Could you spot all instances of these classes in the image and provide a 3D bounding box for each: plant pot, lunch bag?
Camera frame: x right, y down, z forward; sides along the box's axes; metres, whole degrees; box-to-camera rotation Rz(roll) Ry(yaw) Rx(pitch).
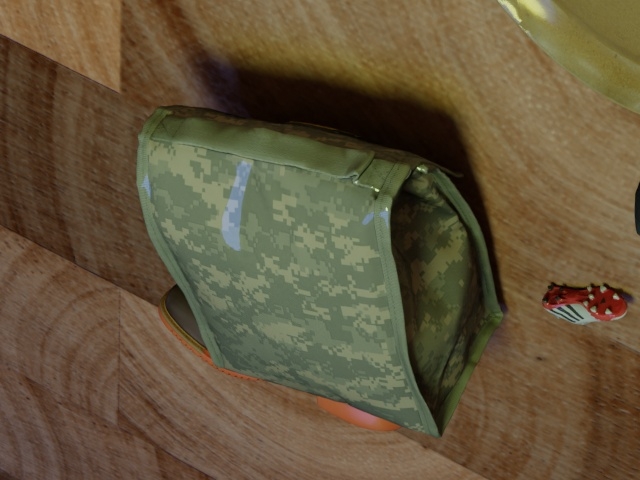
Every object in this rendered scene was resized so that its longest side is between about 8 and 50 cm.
[{"bbox_3d":[0.166,-0.171,1.036,0.236,0.032,0.236,45,168,12],"label":"plant pot"},{"bbox_3d":[0.000,0.000,1.357,0.235,0.169,0.287,15,149,27],"label":"lunch bag"}]

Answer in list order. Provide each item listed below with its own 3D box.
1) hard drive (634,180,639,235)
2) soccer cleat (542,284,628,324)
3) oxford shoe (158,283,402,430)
[{"bbox_3d":[0.319,-0.044,1.121,0.172,0.054,0.255,30,148,4],"label":"hard drive"},{"bbox_3d":[0.221,0.056,1.372,0.083,0.029,0.035,4,147,43],"label":"soccer cleat"},{"bbox_3d":[-0.027,0.083,1.589,0.271,0.097,0.098,20,127,13],"label":"oxford shoe"}]
